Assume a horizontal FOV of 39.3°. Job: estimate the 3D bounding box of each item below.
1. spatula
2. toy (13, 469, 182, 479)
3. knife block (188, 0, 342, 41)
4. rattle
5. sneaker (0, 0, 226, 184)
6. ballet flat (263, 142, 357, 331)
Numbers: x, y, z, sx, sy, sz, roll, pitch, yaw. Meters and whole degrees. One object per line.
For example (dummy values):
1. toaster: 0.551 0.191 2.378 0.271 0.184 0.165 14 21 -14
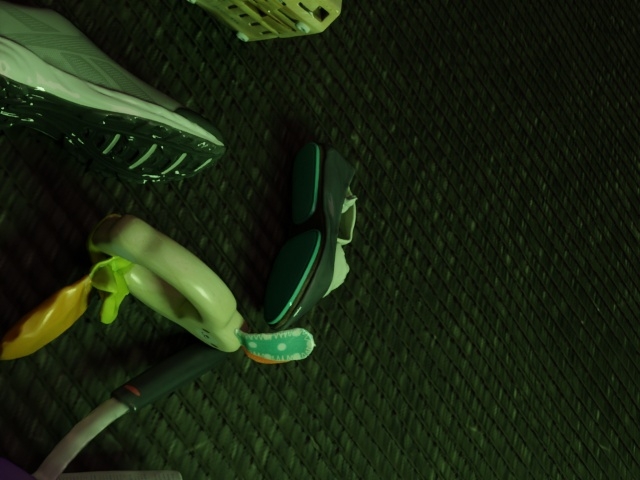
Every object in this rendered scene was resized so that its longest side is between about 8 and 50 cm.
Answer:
1. spatula: -0.164 0.138 0.663 0.084 0.030 0.296 27 35 24
2. toy: -0.197 0.221 0.598 0.237 0.056 0.137 10 31 -30
3. knife block: -0.021 -0.312 0.843 0.088 0.275 0.242 32 86 -25
4. rattle: -0.116 0.082 0.693 0.200 0.130 0.143 46 48 -22
5. sneaker: -0.193 -0.127 0.724 0.271 0.100 0.108 22 55 -30
6. ballet flat: 0.000 0.000 0.848 0.074 0.074 0.203 27 56 -28
